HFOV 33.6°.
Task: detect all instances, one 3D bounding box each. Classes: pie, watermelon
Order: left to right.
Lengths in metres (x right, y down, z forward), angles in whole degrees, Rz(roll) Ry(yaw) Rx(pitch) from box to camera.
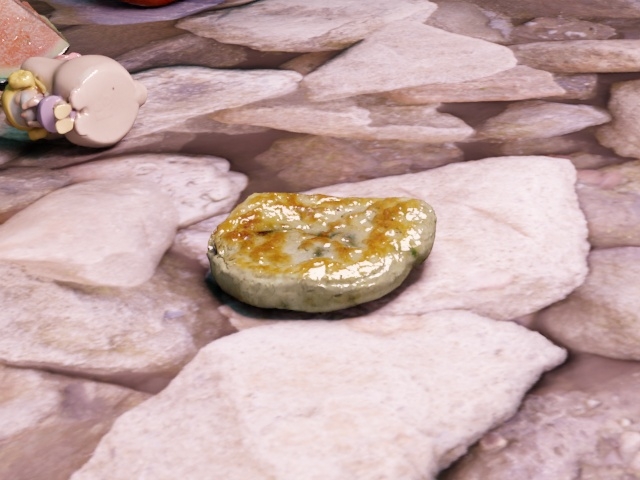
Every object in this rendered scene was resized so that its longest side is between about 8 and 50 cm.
[{"bbox_3d":[-0.504,-0.291,1.694,0.231,0.128,0.146,-36,67,-25],"label":"watermelon"},{"bbox_3d":[0.000,0.000,1.092,0.240,0.054,0.240,-6,28,3],"label":"pie"}]

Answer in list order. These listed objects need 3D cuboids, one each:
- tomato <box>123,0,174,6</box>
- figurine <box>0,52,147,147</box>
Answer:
[{"bbox_3d":[-0.336,-0.542,2.078,0.338,0.144,0.338,0,25,0],"label":"tomato"},{"bbox_3d":[-0.367,-0.196,1.460,0.235,0.127,0.155,15,43,41],"label":"figurine"}]
